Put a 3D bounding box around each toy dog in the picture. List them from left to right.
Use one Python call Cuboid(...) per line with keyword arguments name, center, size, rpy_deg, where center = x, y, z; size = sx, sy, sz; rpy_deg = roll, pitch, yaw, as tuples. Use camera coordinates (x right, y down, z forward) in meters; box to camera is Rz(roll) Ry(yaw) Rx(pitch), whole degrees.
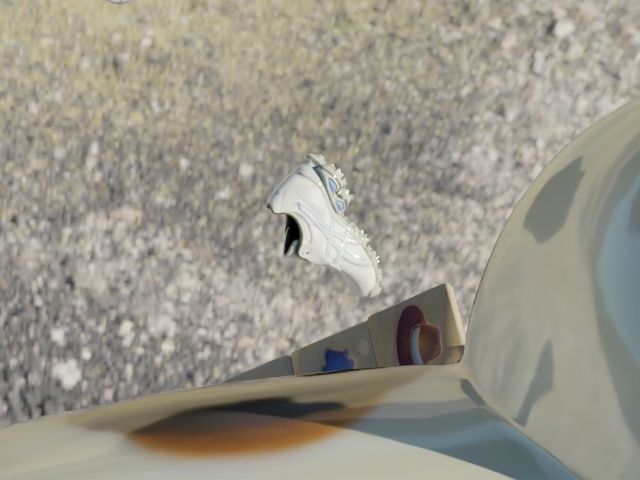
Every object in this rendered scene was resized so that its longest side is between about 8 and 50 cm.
Cuboid(name="toy dog", center=(0.055, 0.112, 0.490), size=(0.408, 0.284, 0.395), rpy_deg=(-35, 81, 6))

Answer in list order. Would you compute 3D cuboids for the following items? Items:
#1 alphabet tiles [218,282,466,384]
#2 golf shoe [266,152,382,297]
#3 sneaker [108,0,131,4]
Cuboid(name="alphabet tiles", center=(0.009, 0.193, 0.848), size=(0.011, 0.342, 0.285), rpy_deg=(29, 42, -52))
Cuboid(name="golf shoe", center=(0.000, 0.000, 1.476), size=(0.086, 0.176, 0.069), rpy_deg=(-36, 34, -14))
Cuboid(name="sneaker", center=(-0.064, -0.171, 0.730), size=(0.124, 0.107, 0.283), rpy_deg=(0, 10, 10))
